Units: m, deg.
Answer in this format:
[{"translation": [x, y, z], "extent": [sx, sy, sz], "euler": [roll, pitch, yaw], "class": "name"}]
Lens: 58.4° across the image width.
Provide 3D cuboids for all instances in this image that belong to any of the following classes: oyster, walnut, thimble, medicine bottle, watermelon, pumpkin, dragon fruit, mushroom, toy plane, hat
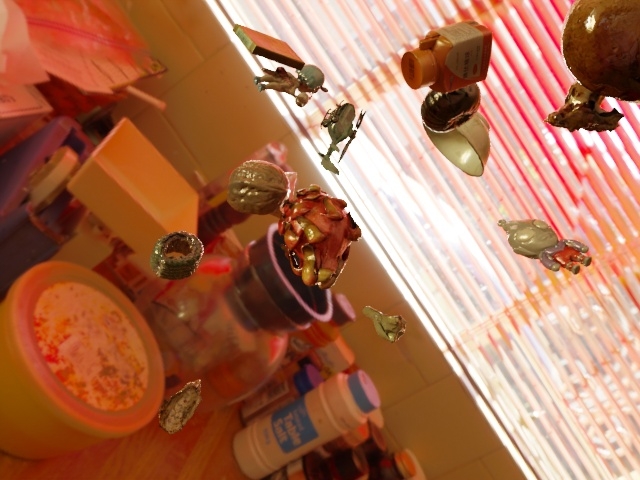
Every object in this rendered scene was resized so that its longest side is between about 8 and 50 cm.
[{"translation": [-0.299, 0.358, 1.238], "extent": [0.132, 0.029, 0.086], "euler": [-18, 96, -52], "class": "oyster"}, {"translation": [-0.192, -0.165, 1.798], "extent": [0.178, 0.230, 0.178], "euler": [-17, 111, -50], "class": "walnut"}, {"translation": [-0.392, 0.040, 1.563], "extent": [0.135, 0.090, 0.118], "euler": [-14, 58, -37], "class": "thimble"}, {"translation": [0.332, -0.477, 1.512], "extent": [0.112, 0.222, 0.149], "euler": [52, -23, 42], "class": "medicine bottle"}, {"translation": [-0.168, -0.176, 2.164], "extent": [0.136, 0.207, 0.202], "euler": [35, -27, 20], "class": "watermelon"}, {"translation": [0.410, -0.433, 1.809], "extent": [0.140, 0.202, 0.202], "euler": [66, 15, 17], "class": "pumpkin"}, {"translation": [-0.015, -0.007, 1.646], "extent": [0.243, 0.307, 0.228], "euler": [22, -35, 20], "class": "dragon fruit"}, {"translation": [0.752, -0.458, 1.400], "extent": [0.356, 0.330, 0.334], "euler": [37, 62, -73], "class": "mushroom"}, {"translation": [0.046, -0.270, 1.446], "extent": [0.096, 0.060, 0.235], "euler": [38, 59, -23], "class": "toy plane"}, {"translation": [0.184, 0.244, 1.703], "extent": [0.166, 0.081, 0.122], "euler": [22, -10, 47], "class": "hat"}]

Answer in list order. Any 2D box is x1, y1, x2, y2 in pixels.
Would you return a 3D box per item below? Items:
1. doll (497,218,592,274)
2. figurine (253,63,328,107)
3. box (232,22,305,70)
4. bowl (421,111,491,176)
[{"translation": [0.452, 0.005, 1.188], "extent": [0.227, 0.102, 0.075], "euler": [44, -23, 51], "class": "doll"}, {"translation": [-0.088, -0.524, 1.909], "extent": [0.260, 0.103, 0.205], "euler": [-11, 43, -32], "class": "figurine"}, {"translation": [-0.144, -0.549, 1.629], "extent": [0.193, 0.030, 0.121], "euler": [3, 42, -48], "class": "box"}, {"translation": [0.534, -0.394, 2.113], "extent": [0.313, 0.146, 0.313], "euler": [48, -3, 4], "class": "bowl"}]
